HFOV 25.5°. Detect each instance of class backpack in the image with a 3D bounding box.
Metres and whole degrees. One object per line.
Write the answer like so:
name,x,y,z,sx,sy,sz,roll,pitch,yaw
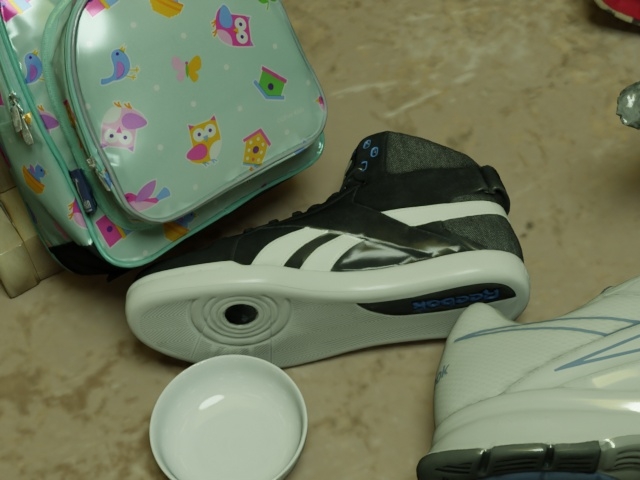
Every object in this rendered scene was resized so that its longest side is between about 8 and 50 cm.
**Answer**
backpack,-0.099,-0.093,0.755,0.166,0.144,0.188,-31,95,-26

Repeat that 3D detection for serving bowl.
serving bowl,-0.047,0.103,0.743,0.083,0.027,0.083,-3,54,4

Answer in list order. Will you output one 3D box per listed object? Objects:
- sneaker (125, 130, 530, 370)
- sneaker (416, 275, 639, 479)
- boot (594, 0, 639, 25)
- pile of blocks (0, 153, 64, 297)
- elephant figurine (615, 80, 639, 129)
sneaker,0.000,0.000,0.788,0.216,0.079,0.121,-4,49,-4
sneaker,0.195,0.070,0.696,0.297,0.111,0.129,-1,49,4
boot,0.336,-0.272,0.900,0.377,0.138,0.284,-1,54,10
pile of blocks,-0.137,-0.144,0.876,0.148,0.113,0.362,4,56,9
elephant figurine,0.308,-0.029,0.734,0.186,0.169,0.239,-40,73,12
